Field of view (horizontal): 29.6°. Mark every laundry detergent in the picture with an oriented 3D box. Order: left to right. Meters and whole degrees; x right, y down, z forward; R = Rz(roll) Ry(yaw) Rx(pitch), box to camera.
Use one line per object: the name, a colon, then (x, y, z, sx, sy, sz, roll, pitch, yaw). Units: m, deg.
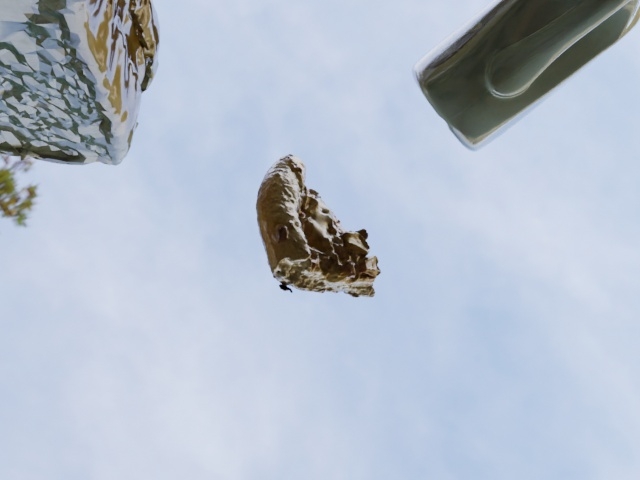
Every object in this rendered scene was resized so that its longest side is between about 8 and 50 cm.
laundry detergent: (0.222, -0.205, 1.132, 0.280, 0.215, 0.105, -36, -82, 10)

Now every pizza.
pizza: (0.000, 0.000, 1.210, 0.161, 0.062, 0.182, 44, -157, -13)

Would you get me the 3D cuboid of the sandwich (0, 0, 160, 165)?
sandwich: (-0.235, -0.150, 0.596, 0.301, 0.271, 0.099, 8, -123, 4)
